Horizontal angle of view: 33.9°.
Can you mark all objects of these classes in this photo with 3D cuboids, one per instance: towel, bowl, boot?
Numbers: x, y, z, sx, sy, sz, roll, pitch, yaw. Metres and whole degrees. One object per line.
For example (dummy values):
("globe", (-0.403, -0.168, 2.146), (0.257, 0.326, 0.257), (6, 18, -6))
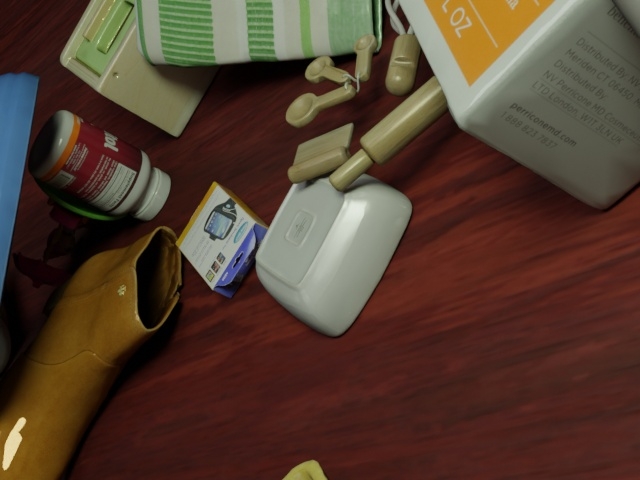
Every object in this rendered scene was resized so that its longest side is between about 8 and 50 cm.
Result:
("towel", (-0.078, -0.309, 1.100), (0.325, 0.038, 0.248), (2, 98, 36))
("bowl", (-0.379, 0.006, 1.157), (0.391, 0.077, 0.391), (-171, 90, -74))
("boot", (-0.246, 0.129, 1.105), (0.211, 0.104, 0.295), (-26, 43, 42))
("bowl", (0.000, 0.000, 0.915), (0.142, 0.053, 0.142), (-62, 32, 2))

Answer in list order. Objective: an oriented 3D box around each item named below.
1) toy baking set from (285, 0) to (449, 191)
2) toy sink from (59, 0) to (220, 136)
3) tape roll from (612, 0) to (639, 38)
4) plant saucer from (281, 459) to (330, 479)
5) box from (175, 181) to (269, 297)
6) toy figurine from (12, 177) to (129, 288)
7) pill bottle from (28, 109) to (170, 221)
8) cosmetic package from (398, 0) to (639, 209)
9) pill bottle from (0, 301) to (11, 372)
("toy baking set", (0.061, -0.153, 0.912), (0.256, 0.030, 0.197), (-38, 39, 11))
("toy sink", (-0.232, -0.251, 1.338), (0.153, 0.131, 0.234), (-58, 33, 4))
("tape roll", (0.269, -0.142, 0.482), (0.246, 0.246, 0.169), (-44, 38, 25))
("plant saucer", (-0.020, 0.365, 0.650), (0.333, 0.081, 0.333), (-53, 34, 11))
("box", (-0.097, 0.001, 1.069), (0.081, 0.028, 0.136), (-57, 36, 7))
("toy figurine", (-0.327, -0.018, 1.334), (0.159, 0.130, 0.173), (-57, 10, 24))
("pill bottle", (-0.255, -0.082, 1.226), (0.086, 0.152, 0.086), (-33, 42, 36))
("cosmetic package", (0.253, -0.262, 0.645), (0.453, 0.161, 0.230), (-45, 41, 25))
("pill bottle", (-0.512, 0.090, 1.461), (0.136, 0.136, 0.246), (-54, 34, 12))
